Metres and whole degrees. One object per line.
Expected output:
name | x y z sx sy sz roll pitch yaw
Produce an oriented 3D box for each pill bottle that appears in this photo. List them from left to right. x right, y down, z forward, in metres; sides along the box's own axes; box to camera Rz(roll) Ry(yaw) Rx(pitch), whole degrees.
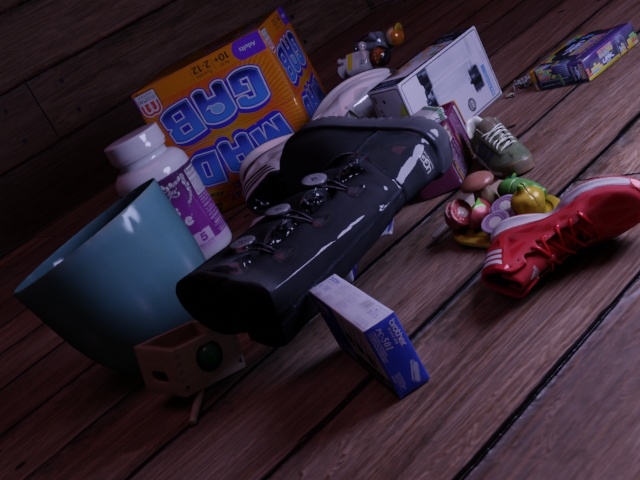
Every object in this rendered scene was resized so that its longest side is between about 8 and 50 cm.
pill bottle | -0.328 -0.091 1.928 0.169 0.301 0.169 -26 17 9

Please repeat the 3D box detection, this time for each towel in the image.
towel | 0.144 -0.183 1.588 0.152 0.023 0.113 -36 13 -1

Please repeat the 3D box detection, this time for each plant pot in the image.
plant pot | -0.313 0.078 1.500 0.293 0.235 0.293 -37 13 10

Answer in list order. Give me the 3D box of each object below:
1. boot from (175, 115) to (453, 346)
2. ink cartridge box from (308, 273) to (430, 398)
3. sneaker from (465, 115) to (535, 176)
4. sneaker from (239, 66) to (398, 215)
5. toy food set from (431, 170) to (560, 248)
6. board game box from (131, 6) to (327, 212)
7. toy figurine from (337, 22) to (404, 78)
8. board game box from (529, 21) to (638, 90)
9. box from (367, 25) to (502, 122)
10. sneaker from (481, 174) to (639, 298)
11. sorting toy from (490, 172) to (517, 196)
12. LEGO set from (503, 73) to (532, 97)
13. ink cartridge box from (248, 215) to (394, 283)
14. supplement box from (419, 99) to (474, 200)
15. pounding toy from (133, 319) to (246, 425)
boot | -0.050 -0.022 1.393 0.367 0.146 0.445 -7 33 49
ink cartridge box | 0.055 0.111 1.103 0.046 0.097 0.207 -32 18 -10
sneaker | 0.292 -0.165 1.531 0.064 0.086 0.192 -30 17 -2
sneaker | 0.025 -0.186 1.954 0.447 0.169 0.257 -34 25 11
toy food set | 0.242 -0.054 1.305 0.128 0.071 0.218 -40 24 -24
board game box | -0.195 -0.330 2.303 0.357 0.356 0.356 -24 18 16
toy figurine | 0.158 -0.405 2.217 0.148 0.209 0.213 -11 25 31
board game box | 0.523 -0.365 1.805 0.170 0.048 0.141 -38 18 -27
box | 0.241 -0.302 1.869 0.087 0.169 0.290 -4 28 49
sneaker | 0.289 0.011 1.083 0.221 0.087 0.128 -30 21 43
sorting toy | 0.289 -0.082 1.427 0.083 0.012 0.062 -35 21 -20
LEGO set | 0.418 -0.328 1.902 0.054 0.023 0.083 -11 25 45
ink cartridge box | 0.000 0.000 1.554 0.330 0.071 0.324 -19 20 19
supplement box | 0.212 -0.164 1.622 0.081 0.104 0.188 -21 19 26
pounding toy | -0.184 0.185 1.303 0.130 0.100 0.141 -24 13 -38
